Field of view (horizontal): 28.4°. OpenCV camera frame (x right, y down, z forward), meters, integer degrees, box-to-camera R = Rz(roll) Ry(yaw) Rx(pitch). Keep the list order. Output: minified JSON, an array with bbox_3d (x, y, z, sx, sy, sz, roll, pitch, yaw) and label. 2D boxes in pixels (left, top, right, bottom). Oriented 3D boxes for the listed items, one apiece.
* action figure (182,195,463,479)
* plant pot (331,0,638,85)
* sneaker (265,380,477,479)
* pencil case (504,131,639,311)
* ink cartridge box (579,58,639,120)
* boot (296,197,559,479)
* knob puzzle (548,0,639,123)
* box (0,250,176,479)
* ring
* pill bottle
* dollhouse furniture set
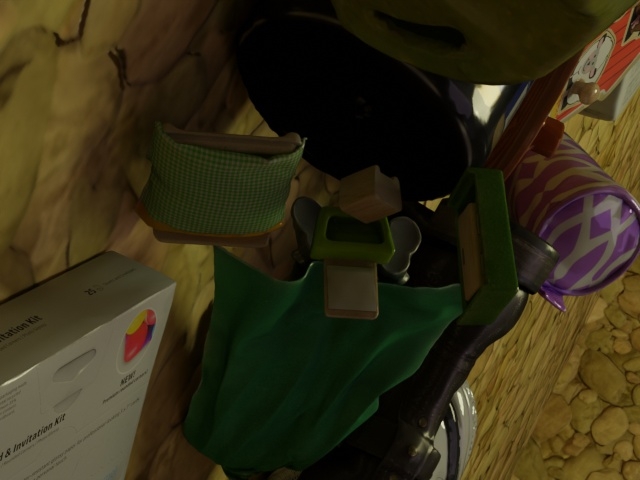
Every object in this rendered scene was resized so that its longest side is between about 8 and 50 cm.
[{"bbox_3d":[-0.018,0.068,0.666,0.232,0.137,0.063,119,-20,-48],"label":"action figure"},{"bbox_3d":[0.078,-0.194,0.371,0.254,0.276,0.276,-49,159,-15],"label":"plant pot"},{"bbox_3d":[0.009,0.269,0.966,0.210,0.137,0.366,-37,142,-56],"label":"sneaker"},{"bbox_3d":[0.148,-0.038,0.885,0.088,0.086,0.206,-48,-154,11],"label":"pencil case"},{"bbox_3d":[0.314,-0.342,1.124,0.308,0.091,0.385,-47,151,-44],"label":"ink cartridge box"},{"bbox_3d":[0.038,0.088,0.793,0.229,0.091,0.263,-60,-174,-5],"label":"boot"},{"bbox_3d":[0.248,-0.178,0.989,0.213,0.030,0.213,-38,151,-26],"label":"knob puzzle"},{"bbox_3d":[-0.127,0.111,0.499,0.145,0.038,0.186,-34,146,-60],"label":"box"},{"bbox_3d":[0.160,-0.176,0.770,0.336,0.032,0.337,-158,-90,-86],"label":"ring"},{"bbox_3d":[0.066,-0.135,0.588,0.219,0.123,0.123,-57,161,-25],"label":"pill bottle"},{"bbox_3d":[0.000,0.000,0.519,0.076,0.151,0.059,114,-23,-62],"label":"dollhouse furniture set"}]
